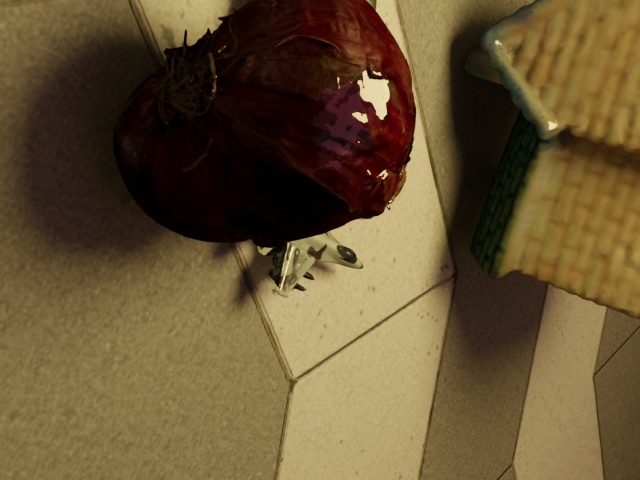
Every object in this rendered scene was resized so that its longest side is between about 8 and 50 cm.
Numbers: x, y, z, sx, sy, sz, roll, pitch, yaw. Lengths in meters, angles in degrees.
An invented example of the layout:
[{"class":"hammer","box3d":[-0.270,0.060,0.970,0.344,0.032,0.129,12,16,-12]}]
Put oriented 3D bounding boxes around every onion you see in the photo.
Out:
[{"class":"onion","box3d":[-0.049,-0.096,0.755,0.281,0.280,0.221,30,37,-52]}]

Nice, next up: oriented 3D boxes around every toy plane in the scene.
[{"class":"toy plane","box3d":[-0.017,-0.003,0.985,0.234,0.082,0.160,43,56,-65]}]

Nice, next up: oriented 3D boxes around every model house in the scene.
[{"class":"model house","box3d":[0.414,-0.145,1.270,0.395,0.399,0.446,-14,120,-63]}]

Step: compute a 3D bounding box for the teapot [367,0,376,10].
[{"class":"teapot","box3d":[-0.003,-0.249,0.889,0.119,0.130,0.166,27,47,-67]}]
